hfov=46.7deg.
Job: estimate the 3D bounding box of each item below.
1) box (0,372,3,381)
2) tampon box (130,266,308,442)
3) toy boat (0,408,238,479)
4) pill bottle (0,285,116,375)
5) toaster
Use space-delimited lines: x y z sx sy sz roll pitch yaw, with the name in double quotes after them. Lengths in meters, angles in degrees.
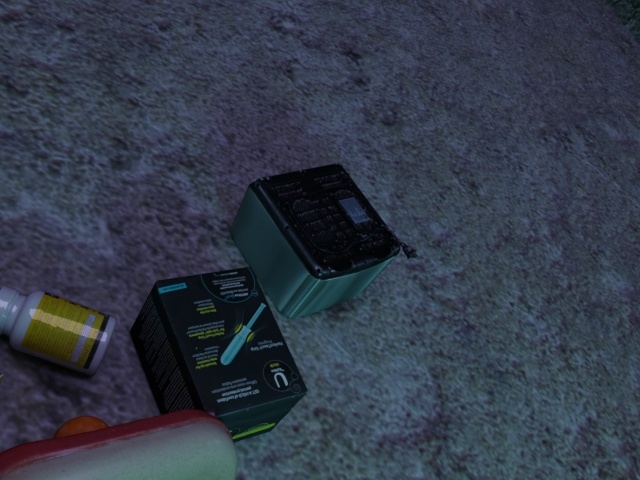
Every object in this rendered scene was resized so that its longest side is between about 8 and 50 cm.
-0.396 0.082 0.663 0.232 0.087 0.058 39 40 5 "box"
-0.112 0.128 0.793 0.120 0.101 0.161 -7 57 -36 "tampon box"
-0.197 0.213 0.658 0.231 0.151 0.151 -5 25 -37 "toy boat"
-0.273 0.089 0.750 0.116 0.065 0.065 23 43 -15 "pill bottle"
0.000 0.000 0.976 0.168 0.110 0.186 -17 63 -41 "toaster"
